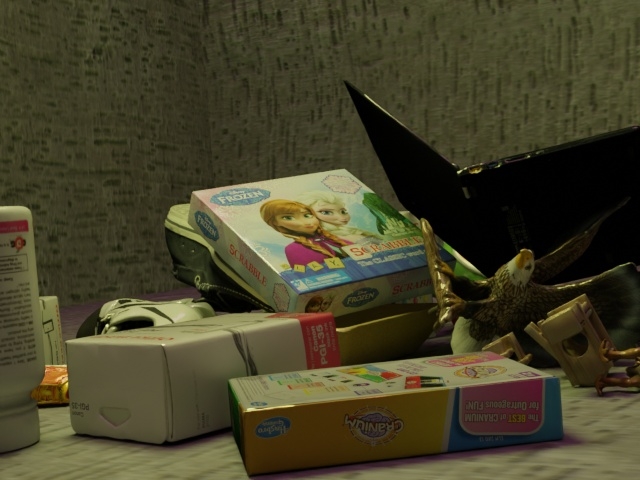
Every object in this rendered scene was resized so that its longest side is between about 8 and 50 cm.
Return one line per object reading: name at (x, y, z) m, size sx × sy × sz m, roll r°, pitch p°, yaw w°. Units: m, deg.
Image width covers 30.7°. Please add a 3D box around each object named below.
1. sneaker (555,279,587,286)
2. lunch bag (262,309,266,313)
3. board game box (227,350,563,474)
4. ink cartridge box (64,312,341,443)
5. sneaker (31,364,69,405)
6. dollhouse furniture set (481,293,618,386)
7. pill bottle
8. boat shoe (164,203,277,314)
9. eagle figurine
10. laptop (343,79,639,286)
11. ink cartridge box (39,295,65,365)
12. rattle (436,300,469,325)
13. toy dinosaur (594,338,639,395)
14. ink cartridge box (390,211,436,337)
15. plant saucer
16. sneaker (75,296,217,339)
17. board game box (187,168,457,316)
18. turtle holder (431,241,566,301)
sneaker at (0.428, 0.118, 1.921) m, size 0.111 × 0.103 × 0.252 m, roll -9°, pitch -4°, yaw -9°
lunch bag at (-0.012, 0.106, 2.486) m, size 0.235 × 0.169 × 0.287 m, roll -2°, pitch 9°, yaw -4°
board game box at (0.067, 0.176, 1.240) m, size 0.316 × 0.064 × 0.242 m, roll -5°, pitch 1°, yaw -7°
ink cartridge box at (-0.144, 0.163, 1.453) m, size 0.207 × 0.117 × 0.283 m, roll -3°, pitch 2°, yaw 44°
sneaker at (-0.394, 0.209, 1.679) m, size 0.175 × 0.064 × 0.067 m, roll -8°, pitch 12°, yaw -17°
dollhouse furniture set at (0.280, 0.157, 1.471) m, size 0.161 × 0.101 × 0.182 m, roll -30°, pitch -6°, yaw 18°
pill bottle at (-0.413, 0.105, 1.387) m, size 0.160 × 0.283 × 0.160 m, roll -5°, pitch 1°, yaw 0°
boat shoe at (-0.135, 0.056, 2.037) m, size 0.186 × 0.156 × 0.500 m, roll -4°, pitch 15°, yaw -30°
eagle figurine at (0.304, 0.064, 1.639) m, size 0.298 × 0.226 × 0.225 m, roll -5°, pitch 2°, yaw -2°
laptop at (0.291, -0.105, 1.834) m, size 0.407 × 0.236 × 0.382 m, roll -14°, pitch -32°, yaw 12°
ink cartridge box at (-0.466, 0.167, 1.826) m, size 0.085 × 0.148 × 0.203 m, roll -6°, pitch 2°, yaw 1°
rattle at (0.244, 0.139, 2.281) m, size 0.142 × 0.130 × 0.200 m, roll -23°, pitch 22°, yaw 32°
toy dinosaur at (0.382, 0.157, 1.389) m, size 0.112 × 0.064 × 0.211 m, roll 3°, pitch -15°, yaw -6°
ink cartridge box at (0.094, 0.067, 2.141) m, size 0.171 × 0.233 × 0.168 m, roll -6°, pitch 2°, yaw -22°
plant saucer at (-0.006, 0.160, 1.878) m, size 0.332 × 0.081 × 0.332 m, roll -4°, pitch 2°, yaw 35°
sneaker at (-0.339, 0.161, 1.994) m, size 0.330 × 0.123 × 0.146 m, roll -13°, pitch -1°, yaw 40°
board game box at (0.000, 0.000, 1.886) m, size 0.318 × 0.066 × 0.318 m, roll -11°, pitch 37°, yaw -36°
turtle holder at (0.369, 0.021, 2.141) m, size 0.320 × 0.228 × 0.243 m, roll 2°, pitch 21°, yaw -37°
